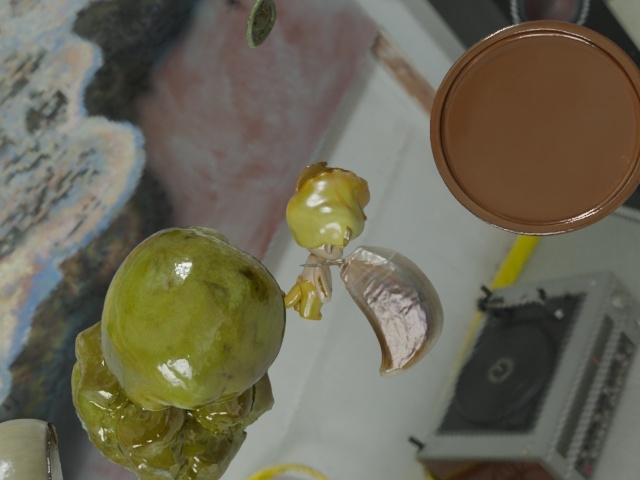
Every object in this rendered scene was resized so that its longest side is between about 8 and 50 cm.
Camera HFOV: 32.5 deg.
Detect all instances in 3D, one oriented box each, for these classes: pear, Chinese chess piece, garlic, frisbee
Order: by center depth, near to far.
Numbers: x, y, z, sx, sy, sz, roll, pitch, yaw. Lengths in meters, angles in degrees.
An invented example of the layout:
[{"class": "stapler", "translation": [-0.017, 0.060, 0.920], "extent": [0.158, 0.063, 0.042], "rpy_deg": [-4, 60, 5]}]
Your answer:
[{"class": "pear", "translation": [-0.130, 0.081, 1.129], "extent": [0.200, 0.200, 0.200], "rpy_deg": [-36, 26, 21]}, {"class": "frisbee", "translation": [0.249, -0.127, 1.241], "extent": [0.251, 0.251, 0.021], "rpy_deg": [-45, -14, 1]}, {"class": "garlic", "translation": [0.082, 0.075, 1.451], "extent": [0.129, 0.198, 0.090], "rpy_deg": [-37, 7, 9]}, {"class": "Chinese chess piece", "translation": [-0.398, 0.368, 1.490], "extent": [0.103, 0.249, 0.249], "rpy_deg": [-8, 24, -9]}]

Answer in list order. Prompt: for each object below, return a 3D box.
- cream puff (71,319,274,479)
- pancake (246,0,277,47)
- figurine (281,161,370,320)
[{"class": "cream puff", "translation": [-0.247, 0.229, 1.929], "extent": [0.275, 0.378, 0.378], "rpy_deg": [-51, 13, 47]}, {"class": "pancake", "translation": [-0.109, -0.401, 2.004], "extent": [0.017, 0.108, 0.108], "rpy_deg": [19, 60, 20]}, {"class": "figurine", "translation": [0.000, 0.000, 1.707], "extent": [0.156, 0.131, 0.246], "rpy_deg": [-147, 67, -67]}]
